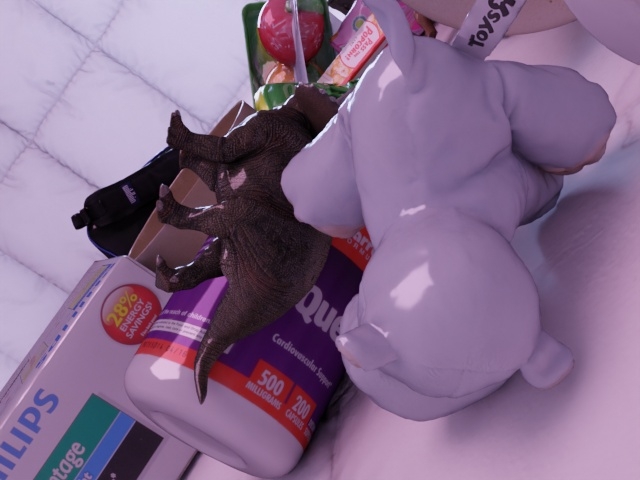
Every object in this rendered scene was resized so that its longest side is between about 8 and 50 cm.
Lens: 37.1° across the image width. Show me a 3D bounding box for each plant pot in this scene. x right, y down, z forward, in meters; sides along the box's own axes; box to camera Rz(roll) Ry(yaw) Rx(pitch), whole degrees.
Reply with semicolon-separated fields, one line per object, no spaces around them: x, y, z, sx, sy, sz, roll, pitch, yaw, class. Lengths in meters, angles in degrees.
-0.117;-0.031;1.361;0.284;0.191;0.284;-51;14;18;plant pot

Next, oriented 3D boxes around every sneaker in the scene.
0.032;-0.152;1.109;0.123;0.109;0.296;-31;-12;33;sneaker

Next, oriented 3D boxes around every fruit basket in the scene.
-0.033;-0.321;1.593;0.353;0.166;0.327;127;136;-76;fruit basket

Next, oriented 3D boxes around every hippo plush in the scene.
0.108;-0.005;0.648;0.294;0.234;0.236;113;153;-61;hippo plush

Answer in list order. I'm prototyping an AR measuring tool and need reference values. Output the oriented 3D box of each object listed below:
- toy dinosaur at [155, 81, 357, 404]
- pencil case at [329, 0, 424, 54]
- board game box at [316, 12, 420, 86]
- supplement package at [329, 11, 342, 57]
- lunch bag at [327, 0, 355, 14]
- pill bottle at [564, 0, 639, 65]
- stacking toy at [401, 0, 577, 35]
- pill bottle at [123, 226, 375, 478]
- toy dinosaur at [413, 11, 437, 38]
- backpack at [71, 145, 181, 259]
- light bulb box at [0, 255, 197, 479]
-0.051;-0.023;0.796;0.121;0.160;0.313;95;-178;-65;toy dinosaur
0.139;-0.388;1.508;0.284;0.124;0.124;-50;15;11;pencil case
0.064;-0.195;1.258;0.193;0.147;0.045;-50;54;18;board game box
0.013;-0.366;1.892;0.105;0.105;0.179;-48;15;25;supplement package
0.146;-0.508;1.664;0.287;0.169;0.235;-55;13;17;lunch bag
0.282;-0.223;0.465;0.210;0.210;0.363;-60;15;-21;pill bottle
0.151;-0.428;1.008;0.350;0.351;0.480;-51;20;13;stacking toy
-0.038;0.052;0.929;0.323;0.181;0.181;-61;15;-22;pill bottle
0.150;-0.409;1.356;0.200;0.127;0.296;-50;53;6;toy dinosaur
-0.212;-0.025;1.573;0.263;0.276;0.213;-49;-9;-9;backpack
-0.300;0.225;1.293;0.358;0.225;0.361;-57;15;-13;light bulb box
